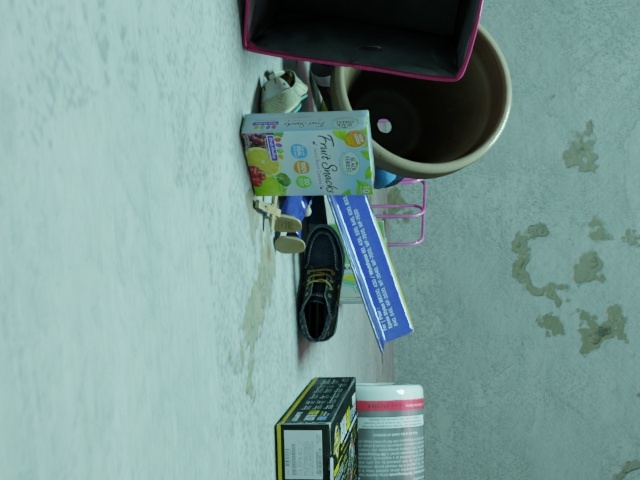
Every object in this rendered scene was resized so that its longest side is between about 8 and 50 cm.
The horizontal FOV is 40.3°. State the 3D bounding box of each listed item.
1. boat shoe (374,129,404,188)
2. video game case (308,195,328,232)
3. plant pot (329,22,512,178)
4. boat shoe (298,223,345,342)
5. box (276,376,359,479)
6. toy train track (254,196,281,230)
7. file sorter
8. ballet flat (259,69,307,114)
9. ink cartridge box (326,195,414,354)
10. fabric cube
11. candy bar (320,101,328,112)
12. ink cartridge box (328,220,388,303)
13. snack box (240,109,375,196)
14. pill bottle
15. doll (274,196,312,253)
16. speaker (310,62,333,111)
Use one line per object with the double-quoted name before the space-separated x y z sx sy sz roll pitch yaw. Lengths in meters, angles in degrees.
"boat shoe" 0.093 -0.143 1.563 0.258 0.089 0.109 40 -31 57
"video game case" 0.000 0.000 1.498 0.119 0.015 0.166 -82 167 -51
"plant pot" 0.123 -0.204 1.327 0.229 0.263 0.263 146 -55 -74
"boat shoe" 0.002 0.065 1.327 0.083 0.065 0.183 15 75 -83
"box" 0.004 0.353 1.268 0.322 0.079 0.257 -17 104 -81
"toy train track" -0.067 -0.039 1.058 0.083 0.014 0.048 25 71 -74
"file sorter" 0.124 -0.151 1.794 0.202 0.182 0.291 -77 163 -61
"ballet flat" -0.053 -0.181 1.089 0.052 0.057 0.168 58 13 -13
"ink cartridge box" 0.070 0.003 1.397 0.307 0.072 0.303 -104 174 -85
"fabric cube" 0.067 -0.355 1.036 0.258 0.259 0.254 -71 171 -65
"candy bar" 0.009 -0.221 1.581 0.161 0.018 0.040 -79 166 -52
"ink cartridge box" 0.079 0.048 1.706 0.209 0.109 0.062 77 14 -55
"snack box" -0.012 -0.097 0.991 0.100 0.141 0.037 80 13 -47
"pill bottle" 0.101 0.417 1.568 0.176 0.176 0.318 42 47 -79
"doll" -0.031 -0.075 1.185 0.189 0.046 0.129 -82 168 -47
"speaker" 0.026 -0.262 1.515 0.136 0.055 0.055 61 27 -56
